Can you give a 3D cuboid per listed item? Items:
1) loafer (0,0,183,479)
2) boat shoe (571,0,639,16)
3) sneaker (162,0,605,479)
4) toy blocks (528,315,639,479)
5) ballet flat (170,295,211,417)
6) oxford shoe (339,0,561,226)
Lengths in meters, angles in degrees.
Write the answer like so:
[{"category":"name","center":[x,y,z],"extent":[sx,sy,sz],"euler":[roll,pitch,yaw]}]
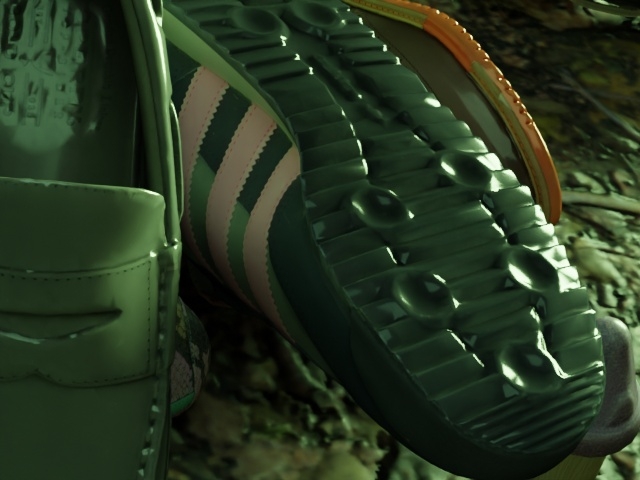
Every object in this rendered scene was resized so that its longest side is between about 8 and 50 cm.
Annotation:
[{"category":"loafer","center":[-0.103,0.009,0.491],"extent":[0.112,0.111,0.319],"euler":[0,72,-12]},{"category":"boat shoe","center":[0.180,-0.192,0.885],"extent":[0.302,0.091,0.114],"euler":[20,87,5]},{"category":"sneaker","center":[0.000,0.000,0.598],"extent":[0.112,0.131,0.319],"euler":[-5,42,-30]},{"category":"toy blocks","center":[0.206,0.091,0.462],"extent":[0.309,0.260,0.288],"euler":[10,43,-4]},{"category":"ballet flat","center":[-0.150,0.013,0.582],"extent":[0.221,0.077,0.079],"euler":[29,22,11]},{"category":"oxford shoe","center":[0.009,-0.076,0.727],"extent":[0.098,0.097,0.271],"euler":[-35,53,-19]}]
